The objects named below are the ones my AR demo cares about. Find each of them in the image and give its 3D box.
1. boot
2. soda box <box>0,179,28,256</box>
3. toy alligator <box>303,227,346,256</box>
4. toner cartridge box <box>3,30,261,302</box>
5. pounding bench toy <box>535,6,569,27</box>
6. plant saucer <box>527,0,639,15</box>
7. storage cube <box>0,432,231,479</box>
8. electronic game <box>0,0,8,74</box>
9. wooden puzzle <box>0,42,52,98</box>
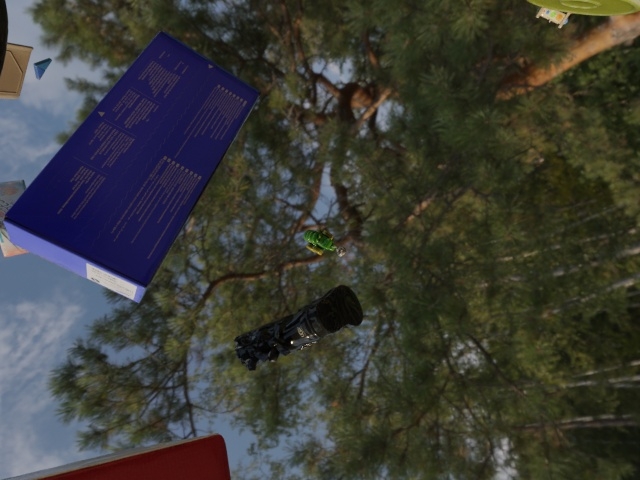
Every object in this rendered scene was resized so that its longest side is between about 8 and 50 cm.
[{"bbox_3d":[-0.020,0.086,0.465,0.045,0.099,0.121,65,-157,7],"label":"boot"},{"bbox_3d":[-0.546,-0.044,0.840,0.058,0.062,0.183,-14,-144,-31],"label":"soda box"},{"bbox_3d":[0.000,0.000,1.122,0.051,0.190,0.056,37,-97,-24],"label":"toy alligator"},{"bbox_3d":[-0.224,-0.109,0.623,0.165,0.075,0.347,30,-122,-14],"label":"toner cartridge box"},{"bbox_3d":[0.513,-0.507,1.020,0.065,0.052,0.083,27,-135,3],"label":"pounding bench toy"},{"bbox_3d":[0.459,-0.433,0.825,0.241,0.241,0.037,-20,-54,-55],"label":"plant saucer"},{"bbox_3d":[-0.176,0.258,0.322,0.215,0.184,0.193,3,-114,-38],"label":"storage cube"},{"bbox_3d":[-0.282,-0.085,0.286,0.048,0.230,0.229,40,-145,-63],"label":"electronic game"},{"bbox_3d":[-0.370,-0.196,0.539,0.014,0.078,0.116,37,-166,7],"label":"wooden puzzle"}]
